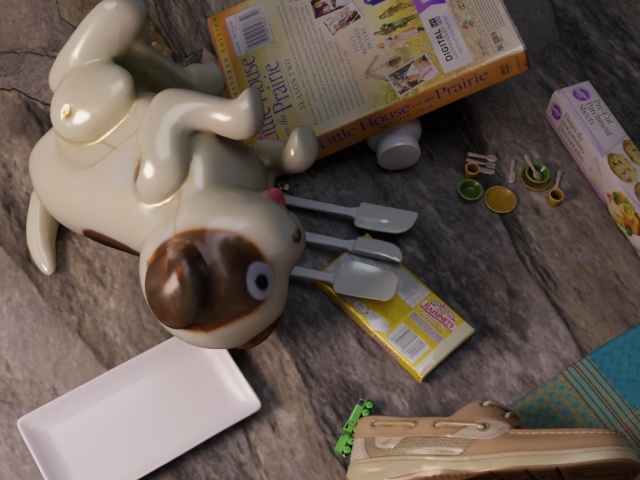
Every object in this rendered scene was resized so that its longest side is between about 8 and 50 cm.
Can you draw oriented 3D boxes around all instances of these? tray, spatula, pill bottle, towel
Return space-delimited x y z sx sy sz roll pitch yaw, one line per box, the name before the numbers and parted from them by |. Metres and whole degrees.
tray | -0.222 0.221 1.189 0.270 0.030 0.145 -27 63 -19
spatula | 0.000 0.000 1.323 0.242 0.019 0.168 11 55 12
pill bottle | 0.103 -0.185 1.427 0.086 0.086 0.152 -5 59 -7
towel | 0.336 0.259 1.093 0.370 0.040 0.271 -33 47 3

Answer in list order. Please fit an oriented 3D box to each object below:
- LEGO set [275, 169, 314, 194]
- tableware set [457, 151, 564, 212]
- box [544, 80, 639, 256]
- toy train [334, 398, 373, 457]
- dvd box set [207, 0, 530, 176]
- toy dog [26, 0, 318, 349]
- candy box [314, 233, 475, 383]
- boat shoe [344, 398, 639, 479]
LEGO set | -0.035 -0.107 1.406 0.054 0.023 0.083 9 58 2
tableware set | 0.284 -0.085 1.415 0.154 0.024 0.104 13 59 4
box | 0.443 -0.094 1.408 0.067 0.063 0.324 -17 61 -15
toy train | 0.042 0.236 1.206 0.024 0.017 0.083 18 59 20
dvd box set | 0.058 -0.293 1.413 0.421 0.062 0.307 -23 58 8
toy dog | -0.189 -0.047 1.197 0.395 0.284 0.408 -41 61 -2
candy box | 0.098 0.089 1.293 0.105 0.027 0.206 -37 67 -25
boat shoe | 0.185 0.233 1.088 0.341 0.121 0.110 -9 54 25
